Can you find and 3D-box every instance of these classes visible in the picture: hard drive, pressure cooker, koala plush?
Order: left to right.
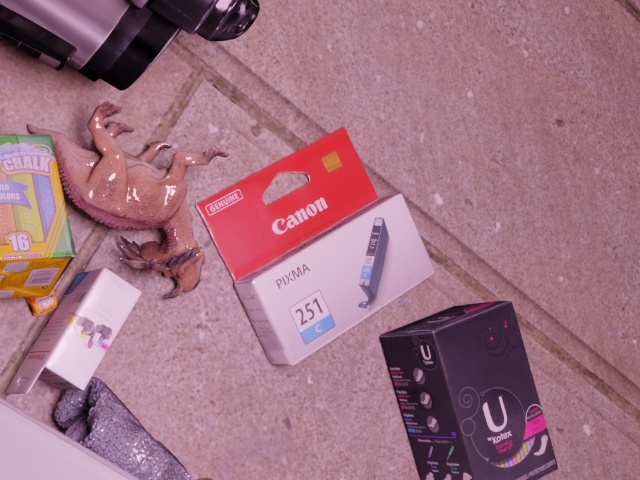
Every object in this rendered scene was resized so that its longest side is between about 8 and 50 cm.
[{"bbox_3d":[-0.336,0.313,1.231,0.308,0.040,0.203,26,86,16],"label":"hard drive"},{"bbox_3d":[-0.289,0.309,1.323,0.221,0.203,0.196,-43,101,-12],"label":"koala plush"},{"bbox_3d":[-0.251,-0.388,1.303,0.420,0.375,0.369,33,57,-19],"label":"pressure cooker"}]

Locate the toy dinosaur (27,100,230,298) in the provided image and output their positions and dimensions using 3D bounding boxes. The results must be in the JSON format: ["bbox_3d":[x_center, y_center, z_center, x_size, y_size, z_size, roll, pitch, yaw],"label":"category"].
[{"bbox_3d":[-0.252,-0.053,1.424,0.296,0.127,0.200,23,79,-21],"label":"toy dinosaur"}]

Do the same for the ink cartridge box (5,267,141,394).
[{"bbox_3d":[-0.310,0.128,1.369,0.062,0.104,0.181,38,67,-22],"label":"ink cartridge box"}]

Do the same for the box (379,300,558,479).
[{"bbox_3d":[0.225,0.244,1.659,0.165,0.143,0.270,-18,93,-32],"label":"box"}]

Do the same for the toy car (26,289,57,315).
[{"bbox_3d":[-0.387,0.067,1.367,0.122,0.041,0.060,-3,85,-32],"label":"toy car"}]

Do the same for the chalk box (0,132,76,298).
[{"bbox_3d":[-0.392,-0.048,1.312,0.132,0.132,0.213,-5,68,-31],"label":"chalk box"}]

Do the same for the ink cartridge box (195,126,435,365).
[{"bbox_3d":[0.000,0.000,1.599,0.296,0.066,0.261,-31,101,-31],"label":"ink cartridge box"}]

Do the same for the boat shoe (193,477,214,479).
[{"bbox_3d":[-0.156,0.386,1.464,0.050,0.045,0.135,4,77,-39],"label":"boat shoe"}]
